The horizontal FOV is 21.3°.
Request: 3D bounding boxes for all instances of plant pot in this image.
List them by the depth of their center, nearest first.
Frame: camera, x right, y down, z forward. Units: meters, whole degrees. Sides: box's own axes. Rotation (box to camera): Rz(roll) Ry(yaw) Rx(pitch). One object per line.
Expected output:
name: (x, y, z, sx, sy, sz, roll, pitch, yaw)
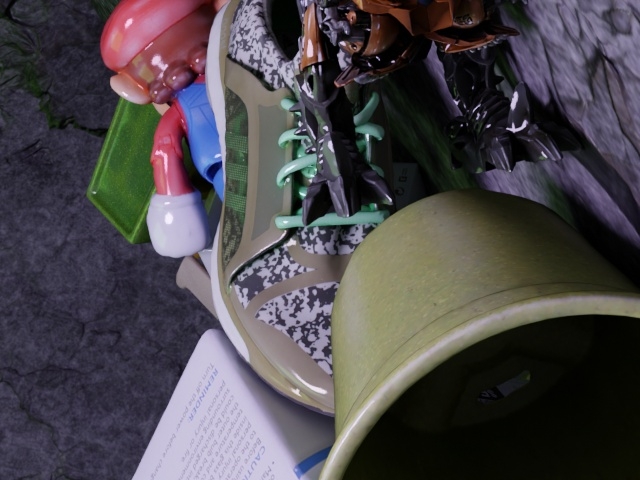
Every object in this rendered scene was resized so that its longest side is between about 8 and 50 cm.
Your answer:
plant pot: (0.113, 0.098, 1.009, 0.254, 0.276, 0.276, -107, -8, -63)

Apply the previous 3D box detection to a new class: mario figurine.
mario figurine: (-0.068, -0.099, 1.455, 0.320, 0.198, 0.170, 54, 140, 25)

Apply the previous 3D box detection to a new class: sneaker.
sneaker: (-0.007, -0.068, 1.231, 0.182, 0.158, 0.410, 101, 159, -56)

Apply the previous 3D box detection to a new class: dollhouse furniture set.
dollhouse furniture set: (-0.053, -0.026, 1.662, 0.301, 0.197, 0.151, 44, 123, 29)

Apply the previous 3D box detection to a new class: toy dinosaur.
toy dinosaur: (0.048, -0.138, 1.004, 0.322, 0.164, 0.218, -43, -61, -79)

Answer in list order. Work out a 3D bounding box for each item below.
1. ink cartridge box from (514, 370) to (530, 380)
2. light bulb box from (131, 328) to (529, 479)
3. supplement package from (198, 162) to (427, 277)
ink cartridge box: (0.109, 0.097, 1.493, 0.209, 0.109, 0.062, 55, 172, 37)
light bulb box: (0.083, 0.273, 1.233, 0.358, 0.225, 0.361, 11, -155, -34)
supplement package: (0.000, 0.000, 1.488, 0.105, 0.179, 0.105, 67, -149, -51)
